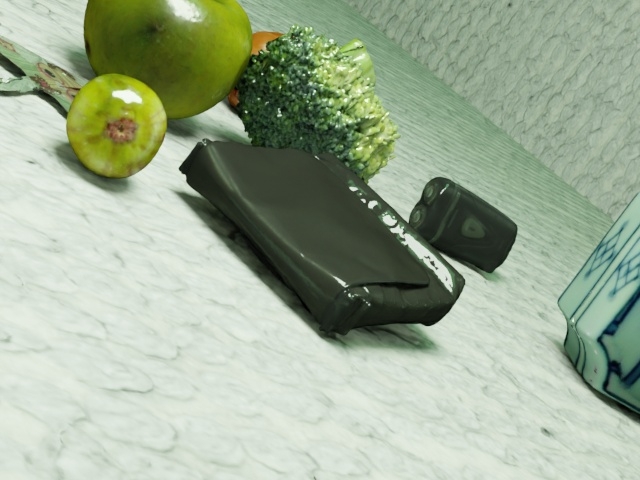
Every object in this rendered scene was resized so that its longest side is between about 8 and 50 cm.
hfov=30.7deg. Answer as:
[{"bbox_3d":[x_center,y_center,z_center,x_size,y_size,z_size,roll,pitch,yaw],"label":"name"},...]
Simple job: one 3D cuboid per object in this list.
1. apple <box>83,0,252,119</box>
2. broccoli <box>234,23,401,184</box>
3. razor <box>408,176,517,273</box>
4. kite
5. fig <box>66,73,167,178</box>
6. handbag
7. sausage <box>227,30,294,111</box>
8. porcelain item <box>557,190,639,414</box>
[{"bbox_3d":[-0.171,-0.224,1.287,0.196,0.157,0.196,29,19,-11],"label":"apple"},{"bbox_3d":[-0.006,-0.155,1.368,0.198,0.226,0.176,19,31,34],"label":"broccoli"},{"bbox_3d":[0.193,-0.020,1.568,0.148,0.090,0.054,28,4,-24],"label":"razor"},{"bbox_3d":[-0.274,-0.149,1.115,0.229,0.012,0.250,38,15,11],"label":"kite"},{"bbox_3d":[-0.177,-0.115,1.054,0.093,0.093,0.166,32,18,-11],"label":"fig"},{"bbox_3d":[0.000,0.000,1.128,0.247,0.080,0.223,45,25,27],"label":"handbag"},{"bbox_3d":[-0.029,-0.208,1.612,0.258,0.133,0.133,18,22,-48],"label":"sausage"},{"bbox_3d":[0.461,0.090,1.422,0.286,0.281,0.157,32,13,-17],"label":"porcelain item"}]
